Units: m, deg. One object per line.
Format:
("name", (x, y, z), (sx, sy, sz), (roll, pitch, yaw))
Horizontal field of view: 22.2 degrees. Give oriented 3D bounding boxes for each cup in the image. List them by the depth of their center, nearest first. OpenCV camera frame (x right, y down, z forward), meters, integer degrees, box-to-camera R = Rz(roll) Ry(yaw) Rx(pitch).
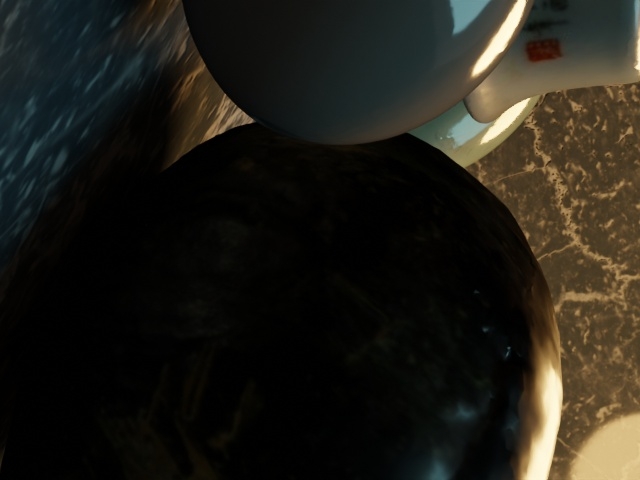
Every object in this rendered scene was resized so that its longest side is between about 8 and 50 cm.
("cup", (0.212, -0.257, 1.243), (0.347, 0.163, 0.347), (6, 90, -75))

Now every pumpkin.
("pumpkin", (-0.027, 0.138, 1.055), (0.454, 0.344, 0.455), (14, 90, -89))

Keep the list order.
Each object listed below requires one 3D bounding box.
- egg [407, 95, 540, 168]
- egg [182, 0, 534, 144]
("egg", (0.106, -0.158, 1.482), (0.264, 0.183, 0.183), (-50, 172, -17))
("egg", (0.017, -0.138, 0.804), (0.176, 0.176, 0.232), (-56, 178, -25))
